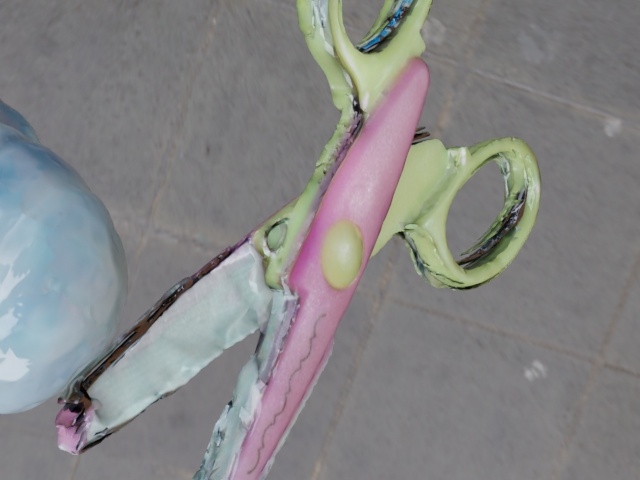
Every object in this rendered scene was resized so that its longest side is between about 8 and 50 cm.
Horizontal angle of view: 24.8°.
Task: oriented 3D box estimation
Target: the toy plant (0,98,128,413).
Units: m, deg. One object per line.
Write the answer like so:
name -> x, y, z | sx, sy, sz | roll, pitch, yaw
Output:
toy plant -> -0.212, -0.033, 0.481 | 0.332, 0.247, 0.247 | 18, 105, 16

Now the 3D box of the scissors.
scissors -> 0.000, 0.000, 0.387 | 0.187, 0.020, 0.133 | -53, 130, -32
